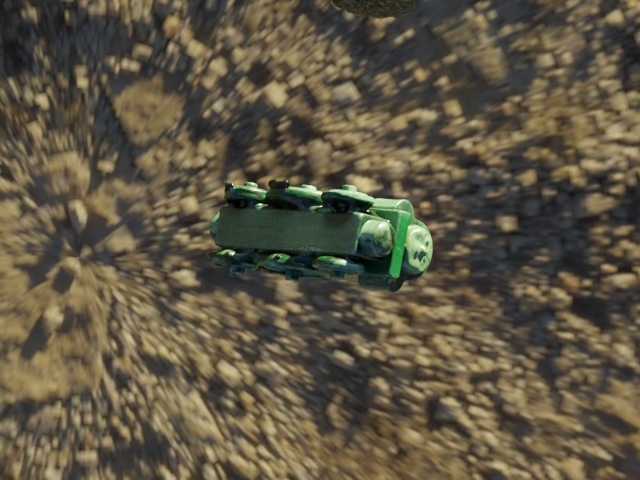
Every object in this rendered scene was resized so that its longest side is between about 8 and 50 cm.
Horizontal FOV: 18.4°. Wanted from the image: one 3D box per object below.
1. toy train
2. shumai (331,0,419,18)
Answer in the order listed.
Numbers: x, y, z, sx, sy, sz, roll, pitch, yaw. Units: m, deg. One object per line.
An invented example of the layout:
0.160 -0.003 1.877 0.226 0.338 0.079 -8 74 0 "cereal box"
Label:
0.000 0.000 1.418 0.104 0.178 0.071 17 81 -43 "toy train"
0.044 -0.264 1.775 0.099 0.124 0.087 -3 53 30 "shumai"
